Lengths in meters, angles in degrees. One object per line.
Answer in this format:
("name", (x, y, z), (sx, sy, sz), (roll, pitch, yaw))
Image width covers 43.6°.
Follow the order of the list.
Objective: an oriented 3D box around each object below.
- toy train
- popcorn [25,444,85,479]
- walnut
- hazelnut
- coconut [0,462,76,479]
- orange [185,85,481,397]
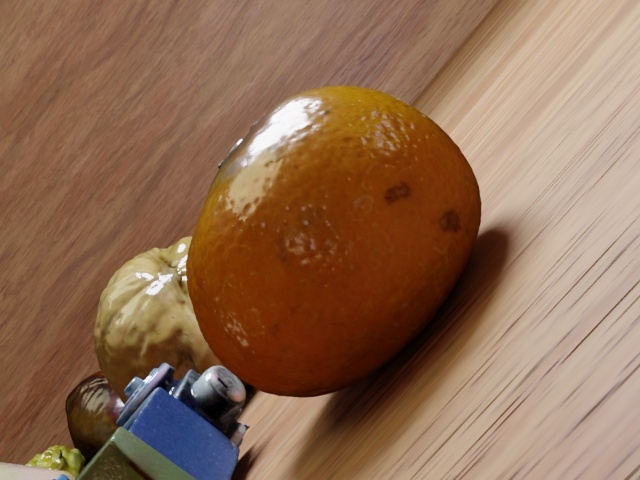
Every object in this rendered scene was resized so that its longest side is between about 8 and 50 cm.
("toy train", (-0.182, 0.239, 0.675), (0.300, 0.131, 0.202), (-50, 5, 15))
("popcorn", (-0.463, 0.469, 1.433), (0.169, 0.189, 0.218), (-43, 3, 1))
("walnut", (-0.175, 0.128, 1.041), (0.224, 0.257, 0.257), (-25, -6, -21))
("hazelnut", (-0.372, 0.344, 1.552), (0.229, 0.229, 0.229), (-50, 4, 4))
("coconut", (-0.454, 0.450, 1.192), (0.245, 0.233, 0.233), (-45, 3, -3))
("orange", (0.000, 0.000, 0.541), (0.224, 0.170, 0.224), (-49, 2, 3))
